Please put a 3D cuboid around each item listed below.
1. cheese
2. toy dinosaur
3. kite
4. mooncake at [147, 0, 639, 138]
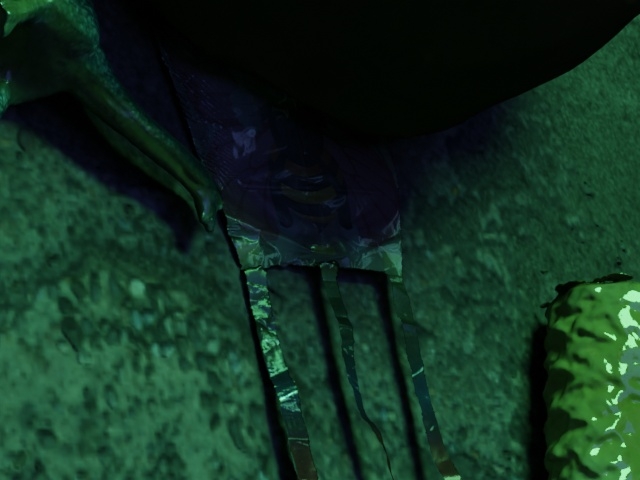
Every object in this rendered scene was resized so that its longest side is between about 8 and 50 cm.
[{"bbox_3d":[0.208,0.118,1.245,0.123,0.094,0.167,26,54,-35],"label":"cheese"},{"bbox_3d":[-0.175,-0.147,1.033,0.363,0.076,0.147,60,31,-3],"label":"toy dinosaur"},{"bbox_3d":[-0.002,0.002,1.158,0.204,0.022,0.360,6,62,-41],"label":"kite"},{"bbox_3d":[0.060,-0.307,1.197,0.467,0.262,0.467,20,56,-32],"label":"mooncake"}]
